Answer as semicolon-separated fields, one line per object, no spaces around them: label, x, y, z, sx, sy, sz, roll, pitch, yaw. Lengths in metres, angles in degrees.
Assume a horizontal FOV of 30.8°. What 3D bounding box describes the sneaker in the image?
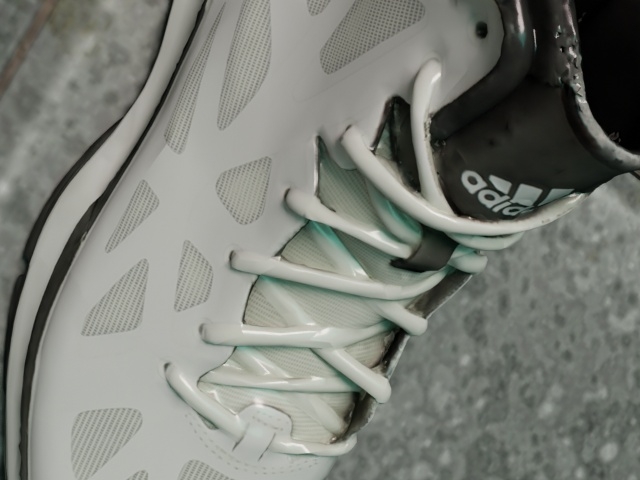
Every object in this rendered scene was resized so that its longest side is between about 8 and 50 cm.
sneaker;-0.001;-0.001;0.471;0.169;0.257;0.448;17;91;-26
